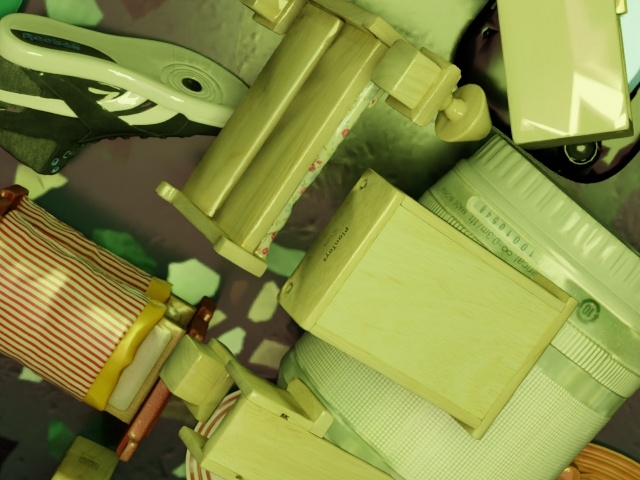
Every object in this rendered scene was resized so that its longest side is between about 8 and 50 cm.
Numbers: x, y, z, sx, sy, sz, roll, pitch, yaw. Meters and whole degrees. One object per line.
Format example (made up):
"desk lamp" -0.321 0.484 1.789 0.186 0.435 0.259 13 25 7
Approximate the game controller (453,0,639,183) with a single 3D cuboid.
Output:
"game controller" 0.250 -0.204 1.252 0.166 0.067 0.319 37 98 -5

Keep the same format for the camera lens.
"camera lens" 0.119 0.085 1.224 0.219 0.219 0.274 40 98 -5

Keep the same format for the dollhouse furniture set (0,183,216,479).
"dollhouse furniture set" -0.256 0.165 1.280 0.201 0.152 0.374 29 99 -3

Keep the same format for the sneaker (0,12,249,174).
"sneaker" -0.168 -0.100 1.283 0.216 0.079 0.121 16 126 -17

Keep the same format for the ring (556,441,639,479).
"ring" 0.181 0.330 1.359 0.336 0.032 0.337 0 99 2

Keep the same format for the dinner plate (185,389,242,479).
"dinner plate" -0.043 0.189 1.348 0.141 0.017 0.141 0 99 0

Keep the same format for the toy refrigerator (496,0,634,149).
"toy refrigerator" 0.179 -0.208 1.193 0.094 0.102 0.270 -7 88 13

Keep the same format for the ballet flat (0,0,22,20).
"ballet flat" -0.253 -0.255 1.259 0.077 0.077 0.231 29 97 18

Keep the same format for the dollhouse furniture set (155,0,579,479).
"dollhouse furniture set" 0.000 0.000 1.160 0.173 0.355 0.303 33 95 -32
